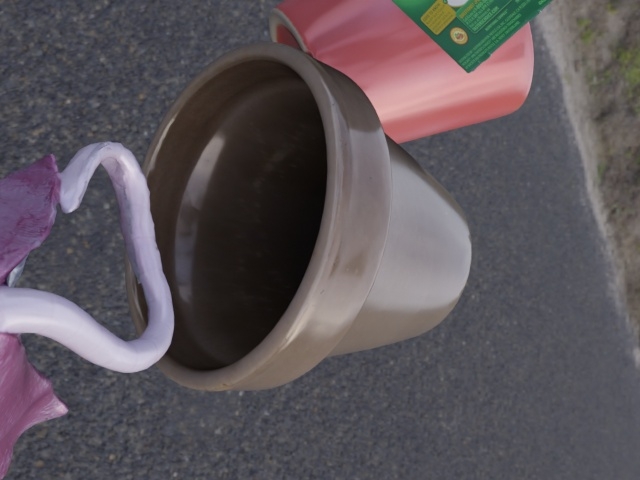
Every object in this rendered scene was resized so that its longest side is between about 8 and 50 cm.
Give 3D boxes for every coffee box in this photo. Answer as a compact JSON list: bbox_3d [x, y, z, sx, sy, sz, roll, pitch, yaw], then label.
[{"bbox_3d":[0.084,-0.222,0.547,0.184,0.113,0.040,41,61,-6],"label":"coffee box"}]

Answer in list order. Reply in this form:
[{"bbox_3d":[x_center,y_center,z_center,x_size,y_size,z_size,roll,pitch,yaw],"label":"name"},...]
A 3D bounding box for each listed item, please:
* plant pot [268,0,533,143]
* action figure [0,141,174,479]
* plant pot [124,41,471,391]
[{"bbox_3d":[0.084,-0.238,0.915,0.243,0.275,0.275,-25,116,-9],"label":"plant pot"},{"bbox_3d":[-0.162,0.049,0.224,0.275,0.370,0.248,-17,81,-16],"label":"action figure"},{"bbox_3d":[0.000,0.000,0.616,0.229,0.263,0.263,16,77,-43],"label":"plant pot"}]
